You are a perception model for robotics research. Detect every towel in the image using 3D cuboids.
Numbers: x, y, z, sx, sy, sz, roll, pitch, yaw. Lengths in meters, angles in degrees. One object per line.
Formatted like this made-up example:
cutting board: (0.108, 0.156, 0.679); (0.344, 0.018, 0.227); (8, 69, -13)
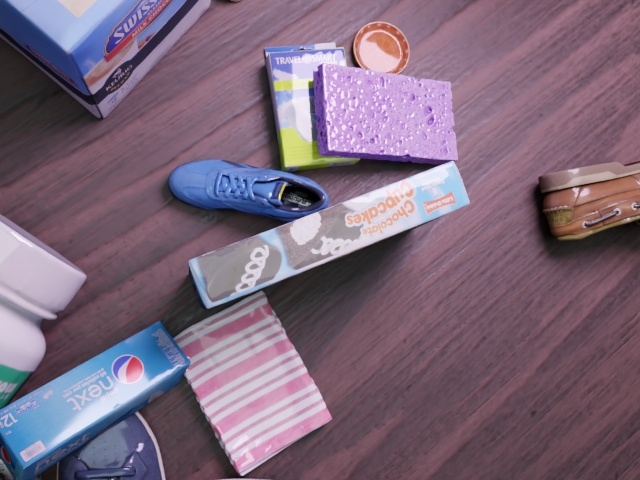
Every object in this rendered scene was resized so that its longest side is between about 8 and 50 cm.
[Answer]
towel: (-0.090, 0.180, 0.833); (0.144, 0.029, 0.197); (-29, 90, -14)

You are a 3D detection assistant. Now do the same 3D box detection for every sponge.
sponge: (0.091, -0.168, 0.879); (0.210, 0.031, 0.117); (1, 82, -28)

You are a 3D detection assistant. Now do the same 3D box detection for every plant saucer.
plant saucer: (0.086, -0.272, 0.928); (0.083, 0.013, 0.084); (1, 84, -12)

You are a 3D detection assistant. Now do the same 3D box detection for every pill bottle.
pill bottle: (-0.430, 0.136, 0.680); (0.204, 0.204, 0.361); (35, 79, -5)

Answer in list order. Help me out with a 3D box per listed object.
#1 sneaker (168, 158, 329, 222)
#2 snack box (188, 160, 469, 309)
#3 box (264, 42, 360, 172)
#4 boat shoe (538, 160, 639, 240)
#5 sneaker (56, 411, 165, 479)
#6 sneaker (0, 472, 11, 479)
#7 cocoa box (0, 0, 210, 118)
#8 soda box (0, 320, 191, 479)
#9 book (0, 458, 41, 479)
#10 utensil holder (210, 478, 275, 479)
sneaker: (-0.091, -0.069, 0.835); (0.209, 0.082, 0.069); (10, 84, -9)
snack box: (0.000, 0.000, 0.790); (0.321, 0.187, 0.060); (-21, 88, -13)
box: (-0.012, -0.188, 0.884); (0.108, 0.042, 0.178); (-8, 86, -12)
boat shoe: (0.469, -0.066, 0.941); (0.307, 0.111, 0.105); (-9, 89, -2)
sneaker: (-0.237, 0.355, 0.717); (0.131, 0.148, 0.350); (-4, 80, -11)
sneaker: (-0.299, 0.326, 0.641); (0.225, 0.088, 0.093); (35, 105, 16)
cocoa box: (-0.325, -0.360, 0.745); (0.347, 0.228, 0.231); (41, 78, -4)
soda box: (-0.254, 0.178, 0.728); (0.210, 0.071, 0.067); (-29, 73, -40)
book: (-0.340, 0.310, 0.732); (0.035, 0.096, 0.144); (-5, 84, -9)
utensil holder: (-0.034, 0.486, 0.657); (0.327, 0.327, 0.386); (12, 82, -10)
